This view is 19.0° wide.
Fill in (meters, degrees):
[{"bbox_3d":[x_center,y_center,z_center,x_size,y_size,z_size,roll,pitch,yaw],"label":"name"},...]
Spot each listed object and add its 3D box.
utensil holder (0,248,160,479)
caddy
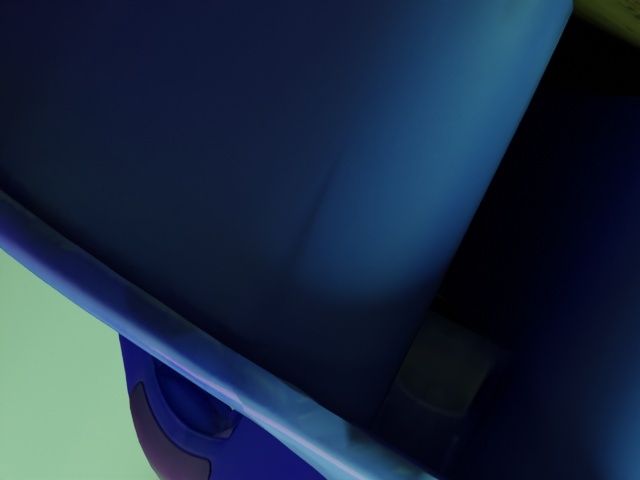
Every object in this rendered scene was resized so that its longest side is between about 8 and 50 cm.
[{"bbox_3d":[-0.184,0.000,1.086,0.327,0.385,0.327,31,-179,-1],"label":"utensil holder"},{"bbox_3d":[0.000,0.000,0.594,0.241,0.179,0.341,32,-179,-23],"label":"caddy"}]
